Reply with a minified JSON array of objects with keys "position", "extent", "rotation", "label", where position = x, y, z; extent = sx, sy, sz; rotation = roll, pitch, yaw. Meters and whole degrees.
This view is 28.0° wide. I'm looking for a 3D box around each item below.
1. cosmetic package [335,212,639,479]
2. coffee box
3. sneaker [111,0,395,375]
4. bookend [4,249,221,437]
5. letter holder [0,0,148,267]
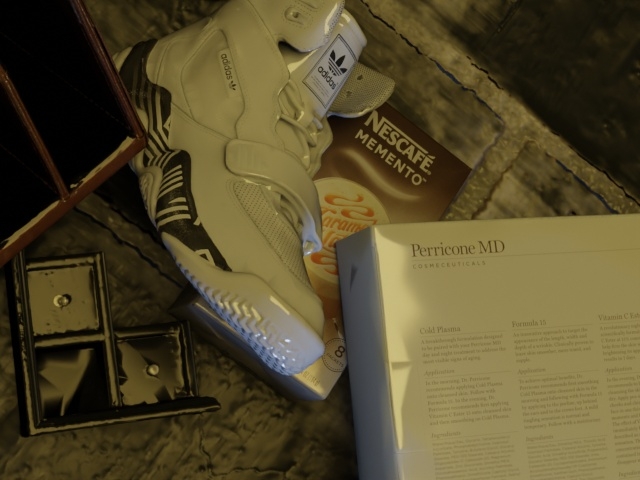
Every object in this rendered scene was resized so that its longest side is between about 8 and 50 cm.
[{"position":[0.213,0.123,1.073],"extent":[0.377,0.097,0.285],"rotation":[-2,84,-20],"label":"cosmetic package"},{"position":[0.000,0.000,1.119],"extent":[0.141,0.098,0.246],"rotation":[37,72,-10],"label":"coffee box"},{"position":[-0.033,-0.076,0.992],"extent":[0.210,0.366,0.137],"rotation":[-34,137,3],"label":"sneaker"},{"position":[-0.175,0.076,1.065],"extent":[0.157,0.072,0.156],"rotation":[-4,82,-19],"label":"bookend"},{"position":[-0.297,-0.160,0.917],"extent":[0.152,0.214,0.302],"rotation":[-42,59,-19],"label":"letter holder"}]
